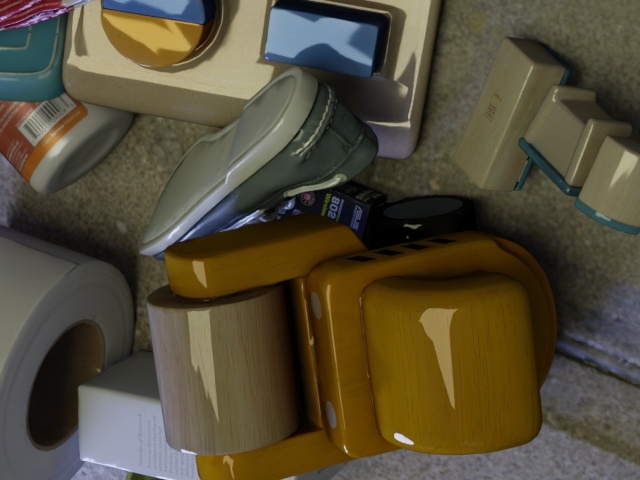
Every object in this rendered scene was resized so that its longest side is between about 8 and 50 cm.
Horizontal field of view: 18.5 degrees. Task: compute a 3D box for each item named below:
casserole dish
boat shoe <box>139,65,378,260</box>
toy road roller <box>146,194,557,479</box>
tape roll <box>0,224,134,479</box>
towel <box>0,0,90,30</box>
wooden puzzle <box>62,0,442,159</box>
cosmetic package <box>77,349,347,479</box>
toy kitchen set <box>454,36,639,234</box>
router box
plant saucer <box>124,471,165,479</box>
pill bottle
[{"bbox_3d":[-0.303,-0.186,1.755,0.188,0.037,0.114,6,76,-1],"label":"casserole dish"},{"bbox_3d":[-0.061,-0.044,1.705,0.099,0.116,0.319,28,147,-18],"label":"boat shoe"},{"bbox_3d":[0.041,0.090,1.616,0.240,0.329,0.202,-155,56,-66],"label":"toy road roller"},{"bbox_3d":[-0.309,0.110,1.855,0.169,0.246,0.246,19,114,21],"label":"tape roll"},{"bbox_3d":[-0.203,-0.315,1.623,0.329,0.037,0.237,-12,93,35],"label":"towel"},{"bbox_3d":[-0.054,-0.245,1.657,0.322,0.080,0.348,11,113,6],"label":"wooden puzzle"},{"bbox_3d":[-0.101,0.174,1.841,0.231,0.117,0.085,8,108,26],"label":"cosmetic package"},{"bbox_3d":[0.243,-0.059,1.621,0.207,0.166,0.122,53,130,48],"label":"toy kitchen set"},{"bbox_3d":[0.000,0.000,1.778,0.092,0.038,0.122,23,115,20],"label":"router box"},{"bbox_3d":[-0.125,0.326,1.902,0.188,0.045,0.188,13,75,23],"label":"plant saucer"},{"bbox_3d":[-0.286,-0.157,1.831,0.216,0.121,0.121,47,121,8],"label":"pill bottle"}]
